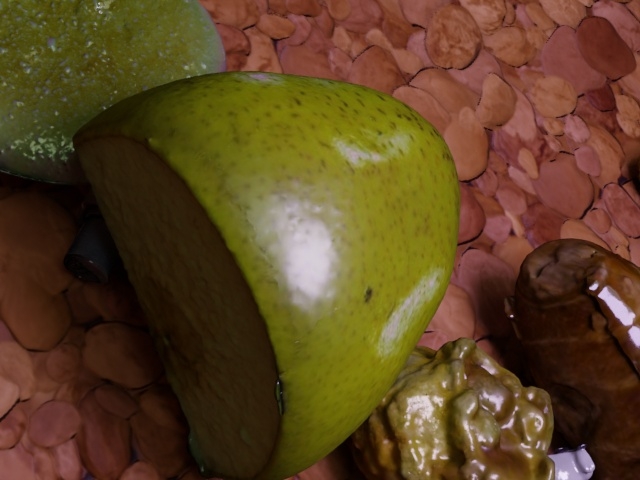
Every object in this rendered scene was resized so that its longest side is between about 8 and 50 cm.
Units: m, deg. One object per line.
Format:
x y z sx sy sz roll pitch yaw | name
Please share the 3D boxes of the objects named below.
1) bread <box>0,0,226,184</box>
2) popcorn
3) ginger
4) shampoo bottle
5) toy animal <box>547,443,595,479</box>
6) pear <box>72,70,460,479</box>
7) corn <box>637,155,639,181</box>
-0.236 -0.182 1.098 0.301 0.045 0.301 6 59 -10 | bread
0.121 0.177 1.121 0.197 0.155 0.198 11 55 -16 | popcorn
0.355 0.168 1.252 0.254 0.176 0.418 -32 89 -44 | ginger
-0.170 -0.056 1.106 0.072 0.072 0.214 32 57 -14 | shampoo bottle
0.236 0.268 1.183 0.071 0.085 0.124 -3 74 -31 | toy animal
0.000 0.000 1.028 0.318 0.238 0.342 -29 104 -37 | pear
0.505 0.033 1.435 0.120 0.120 0.363 -30 81 -36 | corn
